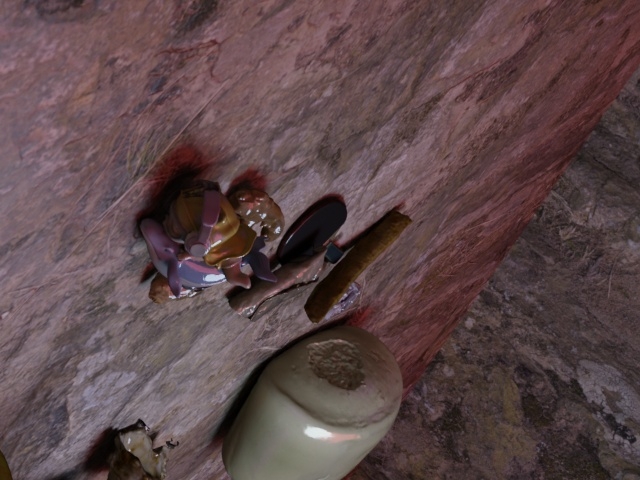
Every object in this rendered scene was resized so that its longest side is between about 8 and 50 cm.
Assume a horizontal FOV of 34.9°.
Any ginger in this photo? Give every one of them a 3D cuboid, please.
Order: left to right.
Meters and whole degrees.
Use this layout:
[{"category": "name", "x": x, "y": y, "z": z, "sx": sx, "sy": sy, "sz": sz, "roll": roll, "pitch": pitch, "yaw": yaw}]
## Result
[{"category": "ginger", "x": -0.166, "y": 0.002, "z": 1.595, "sx": 0.259, "sy": 0.065, "sz": 0.149, "roll": -32, "pitch": 144, "yaw": -25}]

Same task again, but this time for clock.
[{"category": "clock", "x": 0.048, "y": 0.141, "z": 2.374, "sx": 0.087, "sy": 0.041, "sz": 0.129, "roll": -54, "pitch": 166, "yaw": 31}]

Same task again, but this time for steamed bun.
[{"category": "steamed bun", "x": -0.004, "y": 0.442, "z": 2.480, "sx": 0.456, "sy": 0.290, "sz": 0.371, "roll": -23, "pitch": 151, "yaw": -51}]

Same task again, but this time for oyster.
[{"category": "oyster", "x": -0.344, "y": 0.456, "z": 2.004, "sx": 0.133, "sy": 0.197, "sz": 0.337, "roll": -20, "pitch": 173, "yaw": -4}]

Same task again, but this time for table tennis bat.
[{"category": "table tennis bat", "x": 0.000, "y": 0.000, "z": 2.007, "sx": 0.173, "sy": 0.022, "sz": 0.301, "roll": -46, "pitch": 162, "yaw": 1}]

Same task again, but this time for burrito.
[{"category": "burrito", "x": -0.074, "y": 0.084, "z": 1.922, "sx": 0.226, "sy": 0.060, "sz": 0.087, "roll": -33, "pitch": 160, "yaw": -18}]

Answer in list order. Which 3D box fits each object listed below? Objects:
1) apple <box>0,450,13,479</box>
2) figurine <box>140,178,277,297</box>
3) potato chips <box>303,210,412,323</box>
[{"category": "apple", "x": -0.507, "y": 0.341, "z": 1.238, "sx": 0.264, "sy": 0.264, "sz": 0.264, "roll": -41, "pitch": 161, "yaw": -18}, {"category": "figurine", "x": -0.160, "y": 0.000, "z": 1.464, "sx": 0.208, "sy": 0.128, "sz": 0.184, "roll": 10, "pitch": 130, "yaw": -25}, {"category": "potato chips", "x": 0.064, "y": 0.060, "z": 2.148, "sx": 0.407, "sy": 0.057, "sz": 0.080, "roll": -44, "pitch": 180, "yaw": -43}]
